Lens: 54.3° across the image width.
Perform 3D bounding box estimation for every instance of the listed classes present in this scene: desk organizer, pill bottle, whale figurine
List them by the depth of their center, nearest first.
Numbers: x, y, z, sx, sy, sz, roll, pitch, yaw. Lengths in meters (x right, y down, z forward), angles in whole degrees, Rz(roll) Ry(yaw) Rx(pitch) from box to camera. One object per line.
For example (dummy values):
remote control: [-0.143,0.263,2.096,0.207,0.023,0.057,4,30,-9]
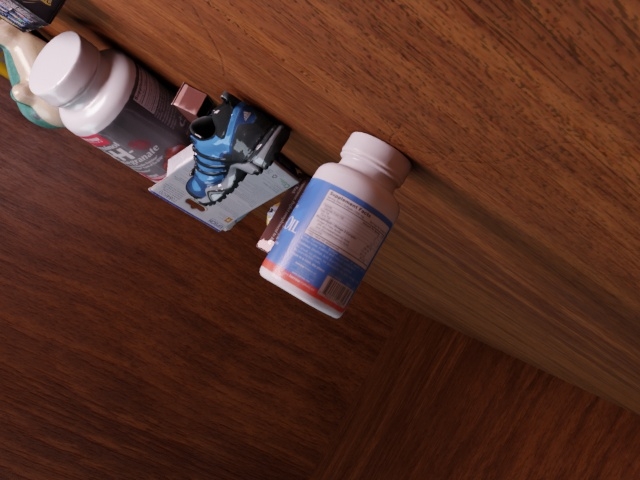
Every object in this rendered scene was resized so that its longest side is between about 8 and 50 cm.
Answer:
pill bottle: [0.026,-0.023,0.810,0.124,0.221,0.124,30,175,3]
desk organizer: [-0.224,-0.240,1.159,0.050,0.047,0.130,27,176,8]
pill bottle: [-0.377,-0.250,1.193,0.176,0.176,0.318,27,175,38]
whale figurine: [-0.655,-0.379,1.423,0.141,0.216,0.272,-11,133,26]

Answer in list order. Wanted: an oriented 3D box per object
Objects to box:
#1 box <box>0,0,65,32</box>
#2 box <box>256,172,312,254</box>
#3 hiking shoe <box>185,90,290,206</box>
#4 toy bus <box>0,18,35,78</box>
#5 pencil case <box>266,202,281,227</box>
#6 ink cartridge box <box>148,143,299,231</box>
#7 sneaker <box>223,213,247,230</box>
box: [-0.548,-0.432,0.935,0.295,0.073,0.293,32,176,-34]
box: [0.000,0.000,1.476,0.143,0.191,0.381,29,175,15]
hiking shoe: [-0.171,-0.159,1.078,0.132,0.113,0.304,41,145,-17]
toy bus: [-0.750,-0.467,1.488,0.108,0.130,0.333,30,176,9]
pencil case: [-0.052,-0.033,1.987,0.273,0.113,0.124,27,155,39]
ink cartridge box: [-0.194,-0.126,1.267,0.223,0.224,0.045,36,-150,-51]
sneaker: [-0.255,-0.193,1.522,0.135,0.150,0.366,37,158,34]
